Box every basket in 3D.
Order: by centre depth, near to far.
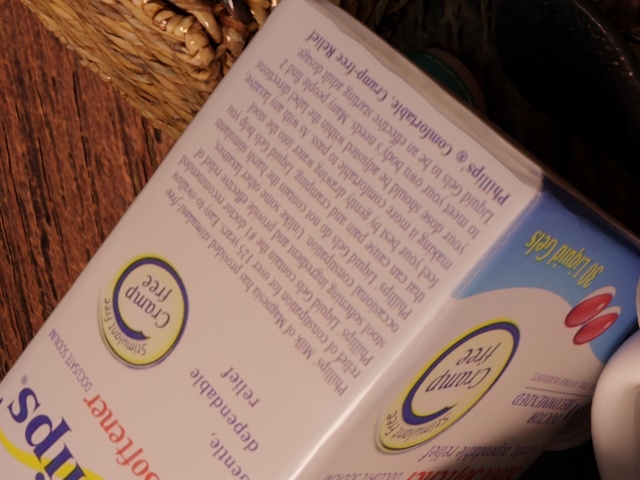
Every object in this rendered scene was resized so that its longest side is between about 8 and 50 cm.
[{"bbox_3d":[-0.080,-0.215,0.636,0.299,0.223,0.213,41,165,18],"label":"basket"}]

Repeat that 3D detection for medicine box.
[{"bbox_3d":[0.013,0.067,0.492,0.149,0.263,0.289,45,104,30],"label":"medicine box"}]

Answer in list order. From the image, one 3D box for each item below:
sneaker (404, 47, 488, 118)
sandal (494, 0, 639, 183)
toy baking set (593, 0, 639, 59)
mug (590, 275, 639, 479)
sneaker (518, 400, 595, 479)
[{"bbox_3d":[0.000,0.000,0.655,0.108,0.121,0.302,47,134,12],"label":"sneaker"},{"bbox_3d":[0.163,-0.078,0.514,0.179,0.040,0.067,40,147,-13],"label":"sandal"},{"bbox_3d":[0.192,-0.148,0.476,0.256,0.030,0.197,46,134,13],"label":"toy baking set"},{"bbox_3d":[0.276,0.124,0.389,0.374,0.276,0.328,-2,120,54],"label":"mug"},{"bbox_3d":[0.073,0.157,0.684,0.269,0.101,0.153,2,110,38],"label":"sneaker"}]
